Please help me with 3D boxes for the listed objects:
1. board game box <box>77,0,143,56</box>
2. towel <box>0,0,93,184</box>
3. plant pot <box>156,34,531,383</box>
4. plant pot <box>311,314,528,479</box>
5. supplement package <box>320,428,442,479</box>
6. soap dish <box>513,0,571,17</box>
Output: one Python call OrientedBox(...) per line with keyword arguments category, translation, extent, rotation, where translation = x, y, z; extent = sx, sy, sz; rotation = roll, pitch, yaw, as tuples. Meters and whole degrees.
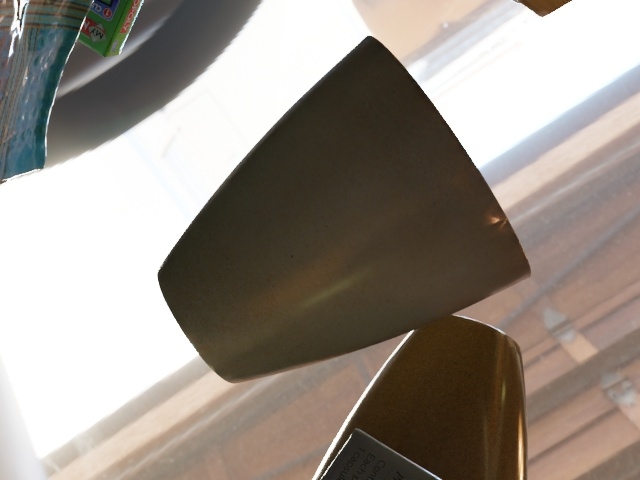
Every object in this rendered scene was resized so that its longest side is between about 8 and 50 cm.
OrientedBox(category="board game box", translation=(-0.357, -0.412, 1.134), extent=(0.214, 0.317, 0.046), rotation=(-59, 175, 23))
OrientedBox(category="towel", translation=(-0.181, -0.182, 0.553), extent=(0.271, 0.040, 0.370), rotation=(-78, -167, -73))
OrientedBox(category="plant pot", translation=(0.000, 0.000, 0.791), extent=(0.274, 0.256, 0.256), rotation=(-33, -166, 4))
OrientedBox(category="plant pot", translation=(0.125, 0.216, 0.937), extent=(0.237, 0.237, 0.254), rotation=(-12, -129, 56))
OrientedBox(category="supplement package", translation=(0.087, 0.226, 0.415), extent=(0.244, 0.134, 0.139), rotation=(26, -116, 25))
OrientedBox(category="soap dish", translation=(0.249, -0.429, 1.078), extent=(0.118, 0.229, 0.290), rotation=(4, 177, 36))
